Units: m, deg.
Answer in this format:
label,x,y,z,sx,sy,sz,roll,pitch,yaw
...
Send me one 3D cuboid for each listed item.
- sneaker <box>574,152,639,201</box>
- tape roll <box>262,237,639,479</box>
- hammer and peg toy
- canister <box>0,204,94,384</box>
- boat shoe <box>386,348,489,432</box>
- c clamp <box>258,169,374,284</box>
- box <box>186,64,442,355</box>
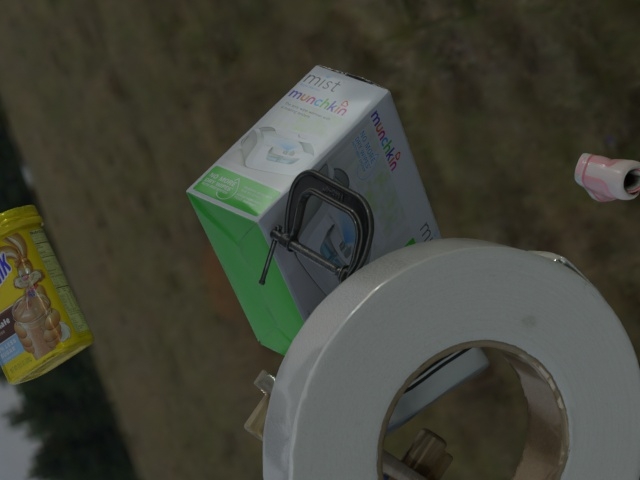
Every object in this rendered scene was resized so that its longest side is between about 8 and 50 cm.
label,x,y,z,sx,sy,sz,roll,pitch,yaw
sneaker,0.343,-0.066,2.038,0.134,0.070,0.051,16,-91,-63
tape roll,0.133,0.189,1.703,0.072,0.392,0.392,16,127,64
hammer and peg toy,0.053,0.265,2.270,0.266,0.127,0.361,33,173,13
canister,-0.337,0.063,2.009,0.073,0.126,0.170,-16,-103,-54
boat shoe,0.063,0.159,1.989,0.105,0.306,0.113,55,142,9
c clamp,0.000,0.000,1.833,0.161,0.022,0.137,22,106,49
box,0.000,-0.024,2.046,0.127,0.231,0.262,24,148,40
